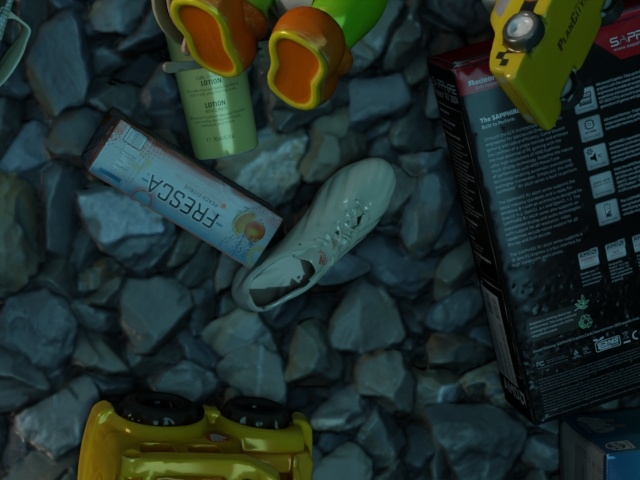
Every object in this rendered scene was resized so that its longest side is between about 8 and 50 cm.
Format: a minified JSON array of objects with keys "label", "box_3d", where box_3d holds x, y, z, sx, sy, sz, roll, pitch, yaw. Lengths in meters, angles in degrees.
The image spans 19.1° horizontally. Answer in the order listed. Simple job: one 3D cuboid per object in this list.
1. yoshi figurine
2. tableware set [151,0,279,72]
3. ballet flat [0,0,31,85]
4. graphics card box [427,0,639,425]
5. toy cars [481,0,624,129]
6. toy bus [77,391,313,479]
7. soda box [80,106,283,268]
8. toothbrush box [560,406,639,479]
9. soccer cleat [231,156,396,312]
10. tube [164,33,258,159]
[{"label":"yoshi figurine","box_3d":[0.033,-0.297,1.615,0.203,0.203,0.362,46,61,-18]},{"label":"tableware set","box_3d":[-0.061,-0.219,1.682,0.194,0.039,0.128,-14,102,-38]},{"label":"ballet flat","box_3d":[-0.286,-0.205,1.661,0.079,0.077,0.221,10,105,-35]},{"label":"graphics card box","box_3d":[0.258,-0.031,1.826,0.233,0.094,0.371,-18,105,-11]},{"label":"toy cars","box_3d":[0.187,-0.294,1.605,0.176,0.087,0.393,-13,107,-50]},{"label":"toy bus","box_3d":[-0.098,0.235,1.732,0.220,0.211,0.149,3,100,-17]},{"label":"soda box","box_3d":[-0.127,-0.048,1.736,0.183,0.063,0.058,32,95,-19]},{"label":"toothbrush box","box_3d":[0.399,0.280,1.917,0.296,0.126,0.216,-4,104,-15]},{"label":"soccer cleat","box_3d":[0.000,0.000,1.773,0.196,0.076,0.068,-42,109,-3]},{"label":"tube","box_3d":[-0.108,-0.194,1.712,0.070,0.062,0.240,-20,106,-39]}]
